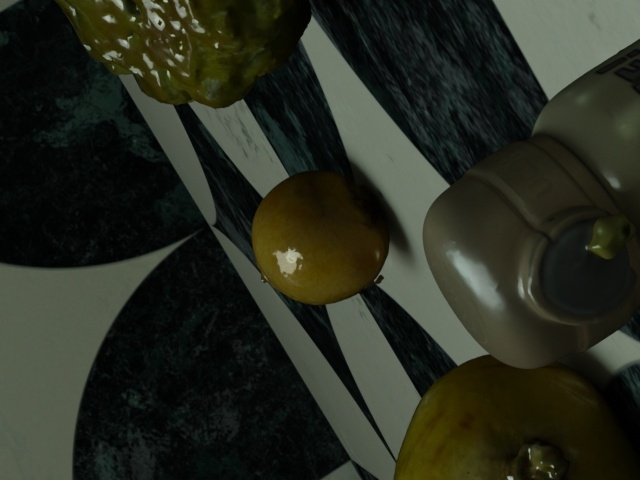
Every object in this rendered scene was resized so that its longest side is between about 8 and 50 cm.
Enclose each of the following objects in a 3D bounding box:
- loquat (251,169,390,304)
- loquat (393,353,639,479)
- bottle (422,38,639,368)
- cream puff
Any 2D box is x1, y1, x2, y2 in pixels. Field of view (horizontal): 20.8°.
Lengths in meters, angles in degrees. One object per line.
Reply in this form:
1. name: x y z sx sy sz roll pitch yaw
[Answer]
1. loquat: 0.000 0.000 1.723 0.141 0.141 0.141 55 171 14
2. loquat: 0.155 0.189 1.355 0.213 0.213 0.246 56 170 12
3. bottle: 0.140 -0.030 0.659 0.097 0.209 0.110 59 170 -12
4. cream puff: -0.111 -0.221 1.385 0.244 0.196 0.244 54 170 13
